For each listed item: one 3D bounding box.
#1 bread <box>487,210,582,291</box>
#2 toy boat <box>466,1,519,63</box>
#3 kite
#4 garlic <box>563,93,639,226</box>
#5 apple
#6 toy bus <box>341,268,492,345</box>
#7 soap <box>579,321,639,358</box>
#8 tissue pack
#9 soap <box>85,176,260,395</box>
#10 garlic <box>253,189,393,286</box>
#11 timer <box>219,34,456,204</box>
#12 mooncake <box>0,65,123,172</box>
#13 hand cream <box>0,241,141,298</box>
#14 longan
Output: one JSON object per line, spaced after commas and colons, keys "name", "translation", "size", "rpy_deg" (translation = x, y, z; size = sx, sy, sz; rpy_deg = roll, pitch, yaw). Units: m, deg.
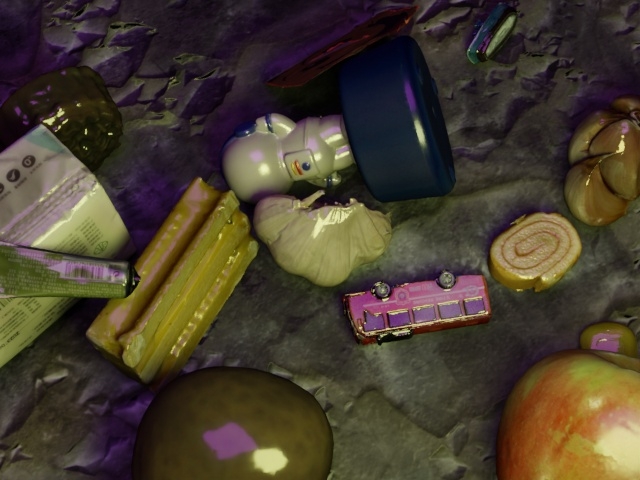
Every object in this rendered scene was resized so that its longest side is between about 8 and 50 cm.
{"name": "bread", "translation": [0.351, 0.020, 1.705], "size": [0.149, 0.073, 0.122], "rpy_deg": [-35, 68, -11]}
{"name": "toy boat", "translation": [0.309, -0.382, 1.912], "size": [0.061, 0.060, 0.137], "rpy_deg": [23, 73, 42]}
{"name": "kite", "translation": [0.022, -0.331, 1.838], "size": [0.327, 0.013, 0.377], "rpy_deg": [-16, 21, 35]}
{"name": "garlic", "translation": [0.481, -0.139, 1.729], "size": [0.214, 0.191, 0.160], "rpy_deg": [-29, 40, 4]}
{"name": "apple", "translation": [0.398, 0.299, 1.440], "size": [0.319, 0.319, 0.277], "rpy_deg": [15, 95, 12]}
{"name": "toy bus", "translation": [0.155, 0.107, 1.686], "size": [0.234, 0.073, 0.096], "rpy_deg": [-11, 71, -1]}
{"name": "soap", "translation": [0.451, 0.194, 1.627], "size": [0.089, 0.045, 0.140], "rpy_deg": [0, 64, 2]}
{"name": "tissue pack", "translation": [-0.501, 0.028, 1.677], "size": [0.356, 0.266, 0.194], "rpy_deg": [-42, 68, -15]}
{"name": "soap", "translation": [-0.227, 0.075, 1.670], "size": [0.091, 0.199, 0.315], "rpy_deg": [25, 71, 23]}
{"name": "garlic", "translation": [0.000, 0.000, 1.698], "size": [0.229, 0.178, 0.143], "rpy_deg": [12, 81, -7]}
{"name": "timer", "translation": [0.012, -0.164, 1.753], "size": [0.383, 0.270, 0.270], "rpy_deg": [-14, 63, 14]}
{"name": "mooncake", "translation": [-0.447, -0.189, 1.803], "size": [0.228, 0.228, 0.124], "rpy_deg": [-33, 74, -10]}
{"name": "hand cream", "translation": [-0.383, 0.049, 1.542], "size": [0.235, 0.055, 0.086], "rpy_deg": [4, 87, -6]}
{"name": "longan", "translation": [-0.122, 0.321, 1.516], "size": [0.300, 0.243, 0.300], "rpy_deg": [-1, 87, 13]}
